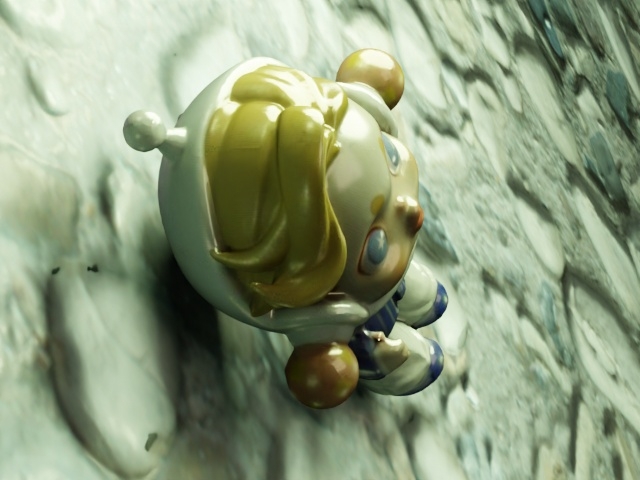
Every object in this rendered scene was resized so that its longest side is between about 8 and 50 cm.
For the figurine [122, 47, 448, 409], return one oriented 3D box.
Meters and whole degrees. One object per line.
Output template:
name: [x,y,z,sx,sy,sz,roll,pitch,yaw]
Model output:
figurine: [0.003,-0.008,1.008,0.274,0.133,0.193,7,86,-70]
